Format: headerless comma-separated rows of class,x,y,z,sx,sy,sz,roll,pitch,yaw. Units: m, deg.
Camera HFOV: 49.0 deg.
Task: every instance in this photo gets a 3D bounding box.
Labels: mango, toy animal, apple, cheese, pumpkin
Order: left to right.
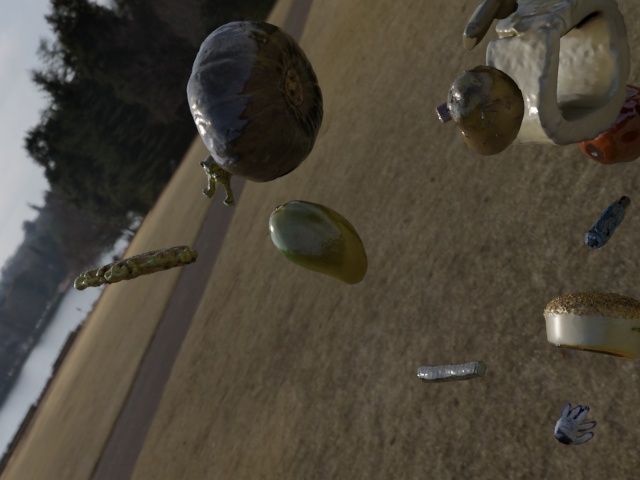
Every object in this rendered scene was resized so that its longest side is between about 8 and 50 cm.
toy animal,-0.149,-0.153,1.312,0.181,0.073,0.136,-40,-24,-25
pumpkin,-0.096,-0.186,0.950,0.162,0.219,0.219,-5,48,26
mango,-0.001,-0.004,1.219,0.085,0.191,0.122,-48,-24,-61
cheese,0.469,-0.342,1.400,0.332,0.292,0.153,-37,28,-32
apple,0.817,-0.314,1.931,0.230,0.230,0.230,-51,19,26

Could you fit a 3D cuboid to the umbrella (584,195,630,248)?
umbrella,0.746,-0.052,1.808,0.053,0.052,0.250,-7,22,47

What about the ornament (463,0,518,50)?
ornament,0.329,-0.449,1.244,0.245,0.061,0.230,-39,-21,-57

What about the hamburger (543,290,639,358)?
hamburger,0.775,0.228,1.963,0.276,0.294,0.179,143,137,-80

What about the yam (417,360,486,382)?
yam,0.394,0.396,2.113,0.274,0.061,0.061,-23,40,56

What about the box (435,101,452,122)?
box,0.360,-0.351,1.829,0.115,0.025,0.048,-25,69,8

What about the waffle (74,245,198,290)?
waffle,-0.469,0.066,1.800,0.281,0.058,0.301,-13,3,34

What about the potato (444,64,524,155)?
potato,0.292,-0.229,1.229,0.137,0.176,0.137,-7,70,20

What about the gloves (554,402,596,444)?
gloves,0.445,0.322,1.221,0.086,0.064,0.026,-44,-19,-33
